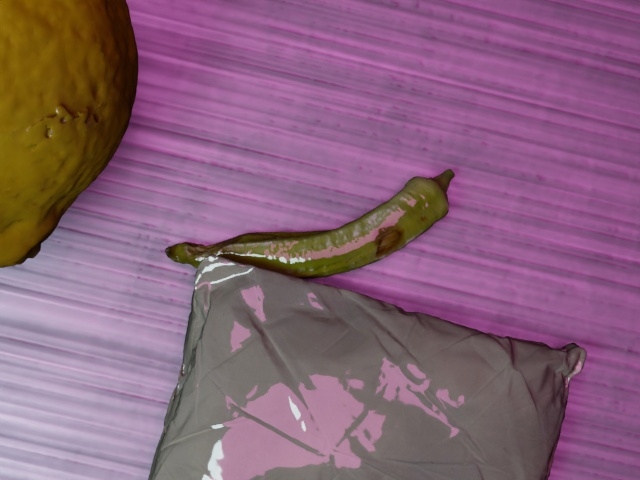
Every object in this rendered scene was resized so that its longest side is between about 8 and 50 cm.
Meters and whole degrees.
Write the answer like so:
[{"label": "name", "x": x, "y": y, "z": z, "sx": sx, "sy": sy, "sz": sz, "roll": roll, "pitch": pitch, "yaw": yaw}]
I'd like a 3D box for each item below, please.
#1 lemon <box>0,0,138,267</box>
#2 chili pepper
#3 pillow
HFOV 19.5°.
[{"label": "lemon", "x": -0.249, "y": -0.116, "z": 1.150, "sx": 0.293, "sy": 0.293, "sz": 0.293, "roll": 0, "pitch": 87, "yaw": -4}, {"label": "chili pepper", "x": 0.000, "y": 0.001, "z": 1.277, "sx": 0.208, "sy": 0.043, "sz": 0.049, "roll": -17, "pitch": 101, "yaw": -5}, {"label": "pillow", "x": 0.019, "y": 0.173, "z": 1.251, "sx": 0.274, "sy": 0.076, "sz": 0.281, "roll": 15, "pitch": 86, "yaw": -5}]
